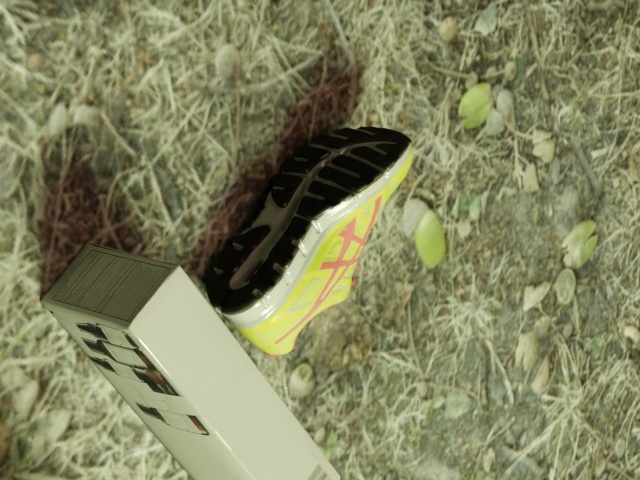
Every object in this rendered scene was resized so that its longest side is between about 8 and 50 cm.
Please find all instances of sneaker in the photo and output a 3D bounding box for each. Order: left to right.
[{"bbox_3d":[0.000,0.000,1.266,0.208,0.081,0.094,-47,136,-21],"label":"sneaker"}]

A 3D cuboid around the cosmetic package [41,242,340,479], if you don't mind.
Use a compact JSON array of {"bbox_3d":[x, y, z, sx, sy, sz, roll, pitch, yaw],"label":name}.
[{"bbox_3d":[-0.087,0.107,1.175,0.060,0.099,0.239,-52,130,-22],"label":"cosmetic package"}]
